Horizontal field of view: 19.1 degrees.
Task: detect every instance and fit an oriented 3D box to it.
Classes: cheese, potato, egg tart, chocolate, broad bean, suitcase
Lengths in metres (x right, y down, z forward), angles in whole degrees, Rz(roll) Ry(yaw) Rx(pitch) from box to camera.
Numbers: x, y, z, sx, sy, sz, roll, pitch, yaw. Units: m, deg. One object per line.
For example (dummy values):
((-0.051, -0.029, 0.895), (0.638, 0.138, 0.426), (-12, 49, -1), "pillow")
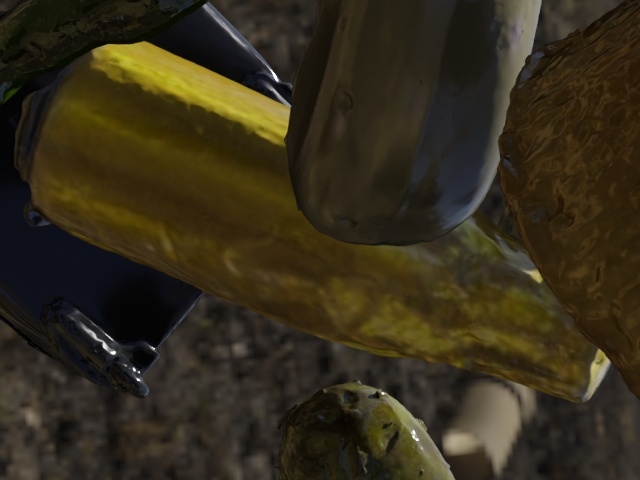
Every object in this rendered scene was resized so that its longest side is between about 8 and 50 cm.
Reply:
((0.046, -0.099, 0.873), (0.175, 0.091, 0.202), (-93, -164, -54), "cheese")
((0.045, 0.232, 1.523), (0.113, 0.149, 0.251), (-83, 150, -76), "potato")
((0.176, -0.030, 0.602), (0.202, 0.147, 0.202), (23, 42, -23), "egg tart")
((0.000, 0.000, 1.340), (0.162, 0.445, 0.162), (-49, 154, -35), "chocolate")
((-0.169, -0.137, 1.257), (0.065, 0.254, 0.046), (46, 34, -34), "broad bean")
((-0.206, -0.075, 1.757), (0.339, 0.345, 0.188), (45, -10, -24), "suitcase")

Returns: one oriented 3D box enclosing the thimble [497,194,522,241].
((0.257, -0.024, 1.420), (0.217, 0.245, 0.157), (40, 61, -62), "thimble")
